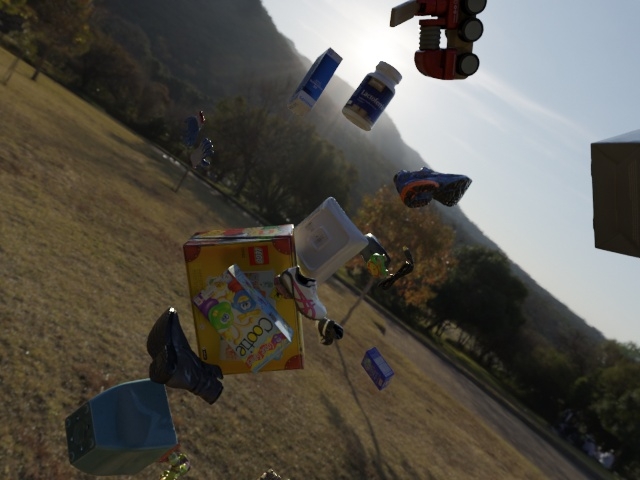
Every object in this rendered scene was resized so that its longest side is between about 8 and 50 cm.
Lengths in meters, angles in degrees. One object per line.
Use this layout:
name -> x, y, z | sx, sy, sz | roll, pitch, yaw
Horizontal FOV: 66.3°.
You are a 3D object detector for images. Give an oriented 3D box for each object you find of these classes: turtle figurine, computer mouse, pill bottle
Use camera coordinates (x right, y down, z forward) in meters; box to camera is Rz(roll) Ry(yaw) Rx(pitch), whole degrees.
turtle figurine -> -0.441, 0.697, 1.422 | 0.087, 0.270, 0.217 | 27, -6, 4
computer mouse -> 0.258, 0.053, 1.984 | 0.060, 0.184, 0.262 | 39, 21, -57
pill bottle -> 0.222, -0.611, 2.069 | 0.153, 0.265, 0.153 | 34, 4, -3

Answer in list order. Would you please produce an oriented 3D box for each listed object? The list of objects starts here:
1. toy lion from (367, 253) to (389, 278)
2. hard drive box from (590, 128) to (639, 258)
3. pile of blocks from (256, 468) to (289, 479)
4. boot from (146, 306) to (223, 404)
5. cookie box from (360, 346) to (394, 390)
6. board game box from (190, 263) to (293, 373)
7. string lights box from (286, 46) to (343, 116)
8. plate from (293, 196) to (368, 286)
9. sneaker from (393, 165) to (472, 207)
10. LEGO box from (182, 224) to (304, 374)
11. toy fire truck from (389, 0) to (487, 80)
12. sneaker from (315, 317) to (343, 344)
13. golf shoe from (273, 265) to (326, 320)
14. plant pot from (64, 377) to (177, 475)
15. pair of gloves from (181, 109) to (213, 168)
toy lion -> 0.203, 0.092, 1.775 | 0.096, 0.034, 0.100 | 23, -48, 51
hard drive box -> 0.559, -0.094, 0.795 | 0.089, 0.232, 0.181 | -155, -128, -65
pile of blocks -> -0.114, 0.881, 1.641 | 0.362, 0.149, 0.112 | 46, -16, -31
boot -> -0.422, 0.367, 1.547 | 0.222, 0.118, 0.338 | 36, 16, -30
cookie box -> 0.181, 0.410, 1.566 | 0.107, 0.040, 0.092 | 53, -29, 30
board game box -> -0.221, 0.222, 1.429 | 0.275, 0.142, 0.144 | 50, 2, -3
string lights box -> -0.025, -0.633, 1.966 | 0.076, 0.260, 0.133 | 34, -11, -20
plate -> 0.000, 0.000, 1.856 | 0.278, 0.277, 0.045 | 54, 9, 33
sneaker -> 0.256, -0.131, 1.104 | 0.221, 0.083, 0.087 | -3, 45, -35
LEGO box -> -0.261, 0.215, 1.774 | 0.372, 0.501, 0.193 | -4, 14, -1
toy fire truck -> 0.270, -0.508, 1.209 | 0.246, 0.217, 0.158 | -3, 23, -8
sneaker -> 0.052, 0.434, 2.231 | 0.121, 0.079, 0.217 | 18, -31, 29
golf shoe -> -0.035, 0.143, 1.285 | 0.186, 0.086, 0.067 | 46, 21, -30
plant pot -> -0.657, 0.602, 1.568 | 0.252, 0.247, 0.248 | 19, 40, -52
pair of gloves -> -0.423, -0.336, 1.674 | 0.023, 0.159, 0.198 | -10, 80, -40
